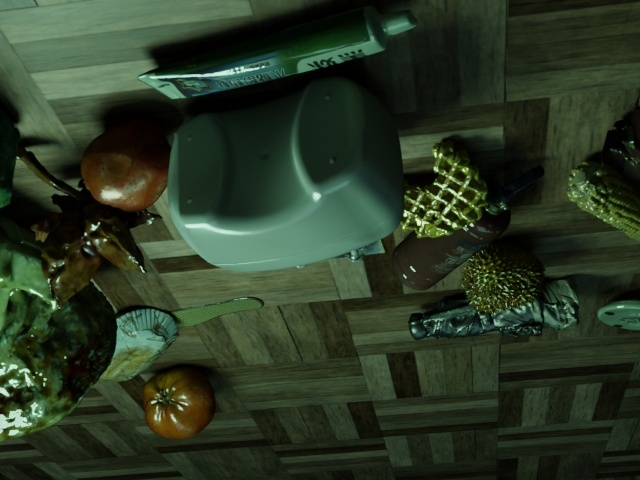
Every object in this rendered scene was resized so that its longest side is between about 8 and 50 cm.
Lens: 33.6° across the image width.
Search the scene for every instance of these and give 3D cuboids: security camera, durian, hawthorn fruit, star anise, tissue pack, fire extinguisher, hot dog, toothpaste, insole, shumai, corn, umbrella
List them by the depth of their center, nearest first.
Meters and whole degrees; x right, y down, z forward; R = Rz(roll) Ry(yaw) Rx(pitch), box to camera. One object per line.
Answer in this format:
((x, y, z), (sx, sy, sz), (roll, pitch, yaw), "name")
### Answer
((-0.058, -0.248, 1.424), (0.392, 0.061, 0.099), (-12, 164, 21), "toothpaste")
((-0.039, -0.083, 1.562), (0.333, 0.229, 0.236), (-14, 151, 20), "tissue pack")
((0.584, -0.152, 1.591), (0.341, 0.141, 0.105), (-4, 125, 3), "fire extinguisher")
((-0.284, -0.113, 1.594), (0.138, 0.133, 0.133), (-42, 138, 21), "hawthorn fruit")
((-0.403, -0.036, 1.668), (0.346, 0.237, 0.148), (33, 160, 8), "star anise")
((0.503, -0.063, 1.803), (0.086, 0.086, 0.288), (-22, 149, 34), "corn")
((-0.554, 0.115, 1.829), (0.395, 0.395, 0.348), (-2, 132, 0), "shumai")
((0.261, -0.030, 1.847), (0.138, 0.102, 0.344), (-24, 167, -37), "fire extinguisher")
((0.342, 0.070, 2.006), (0.168, 0.137, 0.158), (-4, 176, -26), "durian")
((0.353, 0.154, 2.180), (0.358, 0.113, 0.106), (-10, 174, 15), "umbrella")
((0.733, 0.135, 2.218), (0.301, 0.080, 0.157), (-5, 157, 27), "security camera")
((-0.238, 0.153, 2.248), (0.253, 0.005, 0.086), (-14, 151, 22), "insole")
((-0.416, 0.224, 2.295), (0.162, 0.082, 0.270), (9, 145, -32), "hot dog")
((-0.334, 0.385, 2.522), (0.189, 0.189, 0.189), (-2, 153, -1), "hawthorn fruit")

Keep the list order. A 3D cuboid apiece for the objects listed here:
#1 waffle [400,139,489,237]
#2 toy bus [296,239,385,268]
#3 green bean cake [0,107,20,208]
((0.188, -0.081, 1.740), (0.194, 0.051, 0.149), (-20, 106, 44), "waffle")
((0.000, 0.000, 1.896), (0.226, 0.074, 0.081), (-8, 151, 11), "toy bus")
((-0.617, -0.141, 1.478), (0.308, 0.169, 0.300), (-8, 152, 13), "green bean cake")
